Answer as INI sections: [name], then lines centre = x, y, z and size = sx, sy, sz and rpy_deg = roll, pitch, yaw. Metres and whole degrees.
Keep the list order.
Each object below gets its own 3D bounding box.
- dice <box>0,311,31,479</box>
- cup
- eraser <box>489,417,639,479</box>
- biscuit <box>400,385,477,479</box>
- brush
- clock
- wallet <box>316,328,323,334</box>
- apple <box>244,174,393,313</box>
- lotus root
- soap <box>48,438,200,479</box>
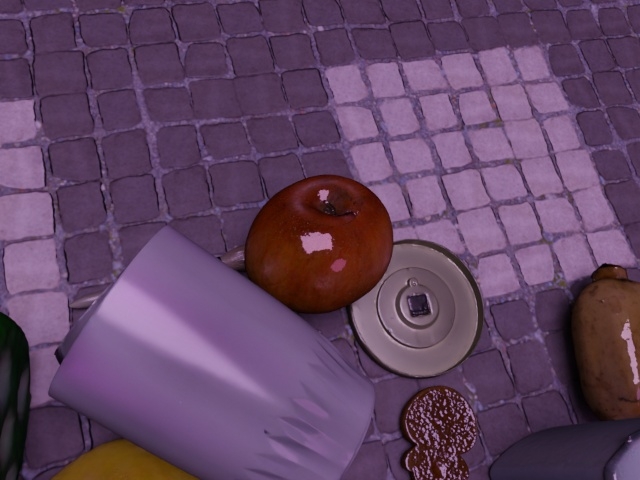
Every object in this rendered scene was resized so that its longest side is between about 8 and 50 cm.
[dice]
centre = -0.505, 0.226, 0.684
size = 0.296, 0.287, 0.300
rpy_deg = 3, 69, -12
[cup]
centre = -0.132, 0.170, 0.797
size = 0.371, 0.253, 0.253
rpy_deg = 33, 66, -6
[eraser]
centre = 0.385, 0.310, 0.854
size = 0.189, 0.290, 0.104
rpy_deg = -21, 77, -20
[biscuit]
centre = 0.179, 0.312, 0.950
size = 0.124, 0.026, 0.175
rpy_deg = 15, 67, -6
[brush]
centre = -0.234, 0.057, 0.951
size = 0.299, 0.039, 0.042
rpy_deg = -15, 70, -14
[clock]
centre = 0.160, 0.110, 1.019
size = 0.234, 0.029, 0.235
rpy_deg = 4, 69, -11
[wallet]
centre = -0.087, 0.157, 0.948
size = 0.176, 0.026, 0.095
rpy_deg = 17, 73, -4
[apple]
centre = 0.000, 0.000, 0.924
size = 0.210, 0.173, 0.235
rpy_deg = 26, 40, 15
[lotus root]
centre = 0.502, 0.173, 1.013
size = 0.160, 0.146, 0.285
rpy_deg = 13, 63, -27
[soap]
centre = -0.197, 0.456, 0.762
size = 0.306, 0.115, 0.427
rpy_deg = -42, 84, -20
